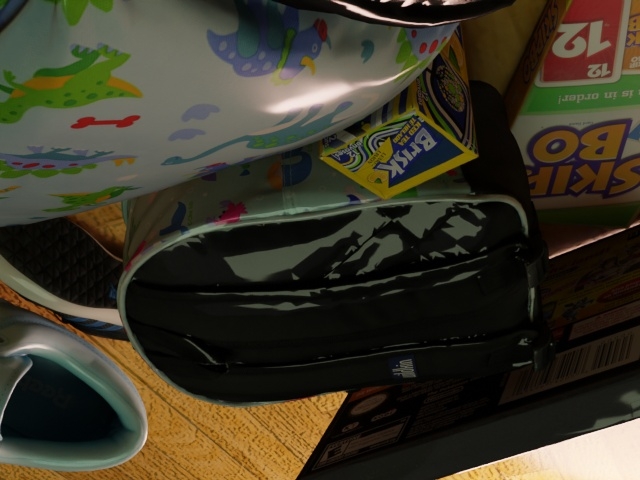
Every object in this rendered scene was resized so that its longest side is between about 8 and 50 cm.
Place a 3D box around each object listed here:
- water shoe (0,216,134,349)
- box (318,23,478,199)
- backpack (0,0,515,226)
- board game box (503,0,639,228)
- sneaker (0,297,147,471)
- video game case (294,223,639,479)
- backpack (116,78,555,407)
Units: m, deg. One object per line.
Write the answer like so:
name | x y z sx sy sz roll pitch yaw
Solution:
water shoe | -0.186 0.042 0.896 0.080 0.073 0.203 -27 139 36
box | 0.034 -0.110 0.594 0.059 0.169 0.054 -25 142 31
backpack | -0.109 -0.126 0.481 0.355 0.274 0.290 7 -172 32
board game box | 0.183 -0.082 0.772 0.124 0.039 0.259 4 149 -8
sneaker | -0.280 0.078 0.842 0.365 0.135 0.150 20 174 -34
video game case | 0.138 0.083 0.850 0.274 0.248 0.035 -24 104 29
backpack | 0.000 0.000 0.737 0.253 0.191 0.225 -14 143 4
